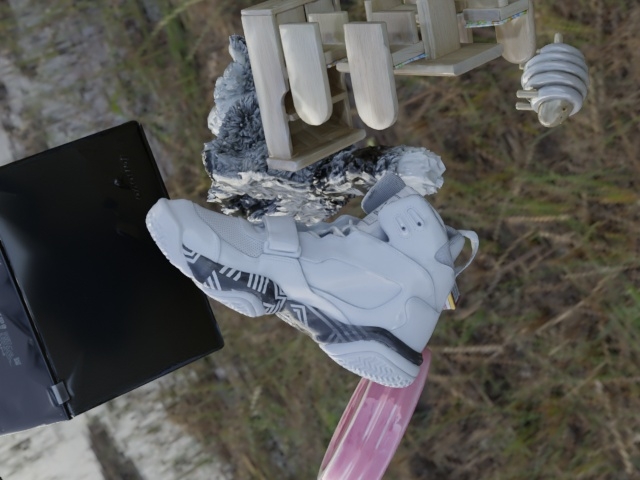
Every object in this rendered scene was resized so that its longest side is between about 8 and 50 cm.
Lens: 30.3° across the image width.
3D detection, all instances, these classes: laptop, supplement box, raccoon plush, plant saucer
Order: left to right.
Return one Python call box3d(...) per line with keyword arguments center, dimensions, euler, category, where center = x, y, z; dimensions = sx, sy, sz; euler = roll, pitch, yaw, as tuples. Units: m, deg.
box3d(center=(-0.431, 0.071, 1.823), dimensions=(0.407, 0.236, 0.382), euler=(-17, 97, 28), category="laptop")
box3d(center=(0.005, -0.187, 1.914), dimensions=(0.446, 0.299, 0.216), euler=(2, 154, 17), category="raccoon plush")
box3d(center=(0.084, 0.320, 2.043), dimensions=(0.084, 0.332, 0.332), euler=(26, 140, 0), category="plant saucer")
box3d(center=(0.213, 0.097, 2.211), dimensions=(0.083, 0.043, 0.055), euler=(-4, 122, 27), category="supplement box")

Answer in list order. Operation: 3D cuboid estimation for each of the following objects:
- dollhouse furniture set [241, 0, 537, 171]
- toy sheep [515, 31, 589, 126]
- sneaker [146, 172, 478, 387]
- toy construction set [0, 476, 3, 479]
box3d(center=(0.055, -0.152, 1.117), dimensions=(0.242, 0.212, 0.161), euler=(10, 118, 43), category="dollhouse furniture set")
box3d(center=(0.286, -0.199, 1.452), dimensions=(0.091, 0.091, 0.132), euler=(-21, 56, 55), category="toy sheep")
box3d(center=(0.000, 0.000, 1.324), dimensions=(0.365, 0.210, 0.137), euler=(30, -173, -17), category="sneaker")
box3d(center=(-0.394, 0.299, 1.046), dimensions=(0.257, 0.237, 0.309), euler=(20, 149, 32), category="toy construction set")
